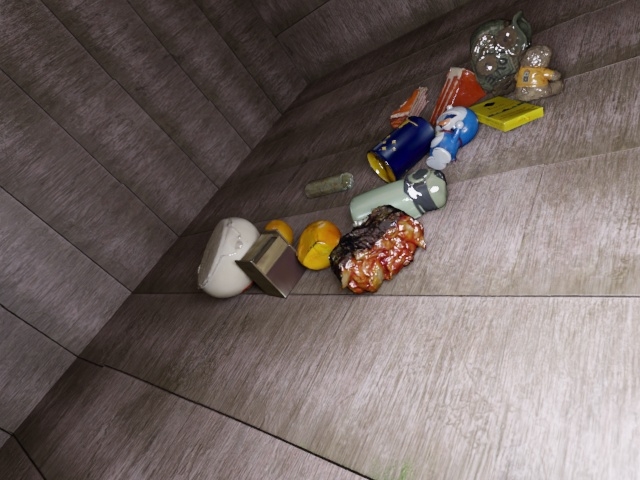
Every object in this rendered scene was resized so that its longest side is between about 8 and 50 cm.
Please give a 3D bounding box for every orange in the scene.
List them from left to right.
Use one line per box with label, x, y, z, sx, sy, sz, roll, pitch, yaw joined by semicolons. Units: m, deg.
orange;-0.189;-0.014;1.992;0.159;0.136;0.159;-177;90;-67

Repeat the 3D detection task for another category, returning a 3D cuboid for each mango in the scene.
mango;0.000;0.000;1.742;0.187;0.138;0.257;-38;24;24

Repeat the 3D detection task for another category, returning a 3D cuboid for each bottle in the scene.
bottle;0.284;-0.136;1.556;0.346;0.168;0.169;-22;32;25

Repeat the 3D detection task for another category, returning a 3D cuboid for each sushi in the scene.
sushi;0.171;0.033;1.418;0.343;0.196;0.182;-44;21;-7

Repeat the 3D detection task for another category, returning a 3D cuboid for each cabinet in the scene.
cabinet;-0.194;0.090;1.759;0.148;0.215;0.175;0;47;51

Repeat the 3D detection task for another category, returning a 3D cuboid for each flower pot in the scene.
flower pot;0.729;-0.737;1.757;0.213;0.302;0.302;-11;39;37

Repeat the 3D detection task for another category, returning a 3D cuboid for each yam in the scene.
yam;0.042;-0.265;2.123;0.259;0.093;0.093;-7;42;47

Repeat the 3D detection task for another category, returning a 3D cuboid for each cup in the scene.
cup;0.316;-0.401;1.853;0.256;0.178;0.255;-43;55;-9

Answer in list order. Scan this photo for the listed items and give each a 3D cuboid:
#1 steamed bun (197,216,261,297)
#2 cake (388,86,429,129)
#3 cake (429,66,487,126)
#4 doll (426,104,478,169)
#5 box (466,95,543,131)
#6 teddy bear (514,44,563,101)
steamed bun;-0.381;0.084;1.954;0.374;0.241;0.375;-43;35;41
cake;0.440;-0.651;2.181;0.287;0.098;0.135;-50;29;-17
cake;0.616;-0.616;1.968;0.158;0.159;0.262;-118;44;-61
doll;0.492;-0.398;1.693;0.257;0.161;0.215;-55;6;-21
box;0.680;-0.482;1.657;0.153;0.041;0.279;-23;29;-2
teddy bear;0.768;-0.600;1.586;0.140;0.190;0.177;-15;19;-27
